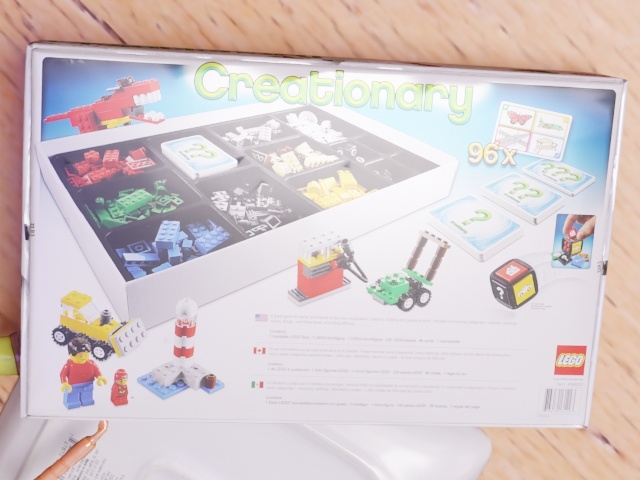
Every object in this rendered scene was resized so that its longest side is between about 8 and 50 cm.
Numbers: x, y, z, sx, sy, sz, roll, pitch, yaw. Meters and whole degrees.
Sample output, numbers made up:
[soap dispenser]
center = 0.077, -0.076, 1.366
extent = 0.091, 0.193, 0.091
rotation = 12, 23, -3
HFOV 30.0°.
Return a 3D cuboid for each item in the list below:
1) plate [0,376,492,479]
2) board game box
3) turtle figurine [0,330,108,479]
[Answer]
[plate]
center = -0.081, 0.169, 0.728
extent = 0.278, 0.045, 0.277
rotation = 30, 105, 3
[board game box]
center = 0.000, 0.000, 0.632
extent = 0.305, 0.053, 0.193
rotation = 3, 102, -8
[turtle figurine]
center = -0.268, 0.057, 0.663
extent = 0.269, 0.087, 0.217
rotation = -14, 75, -4
